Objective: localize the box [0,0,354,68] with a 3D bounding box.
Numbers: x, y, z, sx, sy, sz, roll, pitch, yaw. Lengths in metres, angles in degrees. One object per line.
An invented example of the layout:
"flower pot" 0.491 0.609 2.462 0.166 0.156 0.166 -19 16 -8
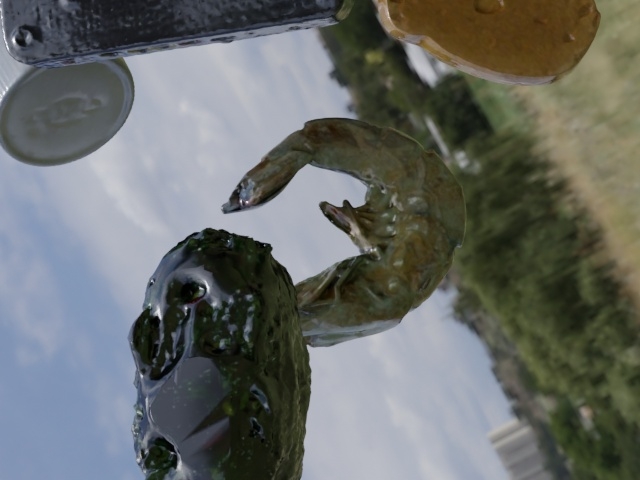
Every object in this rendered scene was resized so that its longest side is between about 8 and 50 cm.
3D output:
"box" -0.148 -0.291 1.331 0.058 0.350 0.211 9 -106 -77

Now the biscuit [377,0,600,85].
"biscuit" 0.112 -0.160 0.874 0.140 0.118 0.023 27 168 0

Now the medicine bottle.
"medicine bottle" -0.398 -0.288 1.769 0.384 0.224 0.224 55 -177 34

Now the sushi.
"sushi" -0.077 0.105 1.071 0.127 0.124 0.225 52 -143 -68

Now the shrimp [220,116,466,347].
"shrimp" 0.000 0.000 1.498 0.247 0.360 0.085 61 160 1
